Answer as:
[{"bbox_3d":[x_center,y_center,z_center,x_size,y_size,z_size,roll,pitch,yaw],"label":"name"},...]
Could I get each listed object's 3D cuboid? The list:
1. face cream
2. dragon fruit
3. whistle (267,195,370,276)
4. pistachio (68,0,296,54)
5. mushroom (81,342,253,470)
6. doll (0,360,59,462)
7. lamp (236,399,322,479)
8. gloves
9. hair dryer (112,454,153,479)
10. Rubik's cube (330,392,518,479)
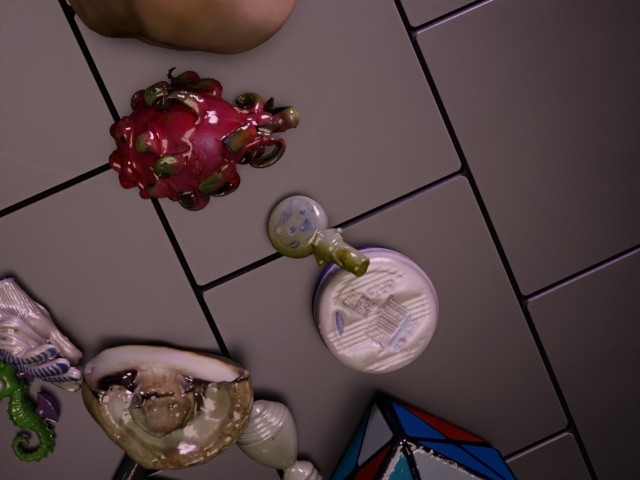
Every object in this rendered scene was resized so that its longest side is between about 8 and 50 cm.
[{"bbox_3d":[0.091,0.117,1.883,0.206,0.111,0.205,-1,98,-5],"label":"face cream"},{"bbox_3d":[-0.190,-0.156,1.786,0.273,0.198,0.218,8,66,-29],"label":"dragon fruit"},{"bbox_3d":[0.000,0.000,1.841,0.198,0.057,0.104,30,90,28],"label":"whistle"},{"bbox_3d":[-0.177,-0.458,1.690,0.445,0.281,0.365,-33,104,3],"label":"pistachio"},{"bbox_3d":[-0.254,0.272,1.828,0.267,0.189,0.164,-5,110,-29],"label":"mushroom"},{"bbox_3d":[-0.496,0.279,1.864,0.115,0.050,0.190,-29,102,-6],"label":"doll"},{"bbox_3d":[-0.070,0.351,1.900,0.106,0.106,0.193,-33,108,-2],"label":"lamp"},{"bbox_3d":[-0.464,0.157,1.822,0.229,0.119,0.097,45,127,10],"label":"gloves"},{"bbox_3d":[-0.264,0.444,1.917,0.195,0.050,0.173,27,96,-13],"label":"hair dryer"},{"bbox_3d":[0.160,0.433,1.862,0.246,0.248,0.250,27,95,-9],"label":"Rubik's cube"}]
